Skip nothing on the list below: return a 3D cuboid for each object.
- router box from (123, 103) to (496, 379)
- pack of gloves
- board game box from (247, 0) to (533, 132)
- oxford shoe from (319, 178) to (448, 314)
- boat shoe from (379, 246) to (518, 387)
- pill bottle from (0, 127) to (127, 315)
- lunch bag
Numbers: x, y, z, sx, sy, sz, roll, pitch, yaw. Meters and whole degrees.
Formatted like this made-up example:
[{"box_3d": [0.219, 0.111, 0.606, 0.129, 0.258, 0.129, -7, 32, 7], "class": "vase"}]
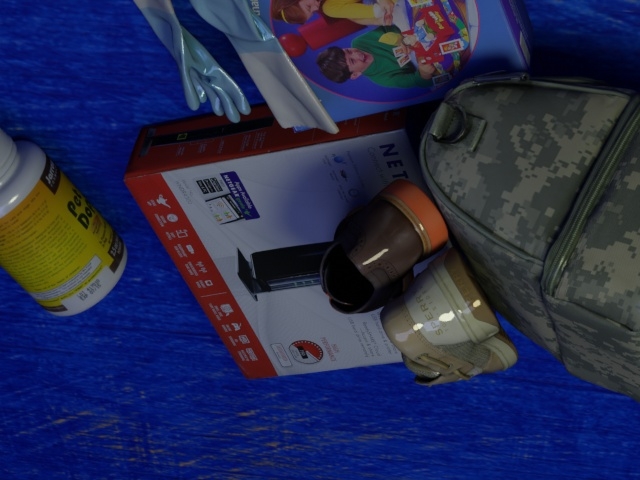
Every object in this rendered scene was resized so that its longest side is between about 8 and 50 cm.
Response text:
[{"box_3d": [0.000, 0.000, 1.409, 0.301, 0.082, 0.335, -9, 133, 20], "class": "router box"}, {"box_3d": [-0.110, -0.178, 1.190, 0.195, 0.046, 0.232, 15, 146, 50], "class": "pack of gloves"}, {"box_3d": [0.020, -0.264, 1.129, 0.233, 0.078, 0.347, -11, 133, 21], "class": "board game box"}, {"box_3d": [0.032, 0.024, 1.241, 0.097, 0.098, 0.271, 50, 162, 9], "class": "oxford shoe"}, {"box_3d": [0.116, 0.084, 1.244, 0.098, 0.109, 0.302, -32, 165, 4], "class": "boat shoe"}, {"box_3d": [-0.311, -0.025, 1.421, 0.117, 0.117, 0.215, -17, 131, 26], "class": "pill bottle"}, {"box_3d": [0.232, -0.013, 1.210, 0.256, 0.212, 0.305, 22, 166, 23], "class": "lunch bag"}]
